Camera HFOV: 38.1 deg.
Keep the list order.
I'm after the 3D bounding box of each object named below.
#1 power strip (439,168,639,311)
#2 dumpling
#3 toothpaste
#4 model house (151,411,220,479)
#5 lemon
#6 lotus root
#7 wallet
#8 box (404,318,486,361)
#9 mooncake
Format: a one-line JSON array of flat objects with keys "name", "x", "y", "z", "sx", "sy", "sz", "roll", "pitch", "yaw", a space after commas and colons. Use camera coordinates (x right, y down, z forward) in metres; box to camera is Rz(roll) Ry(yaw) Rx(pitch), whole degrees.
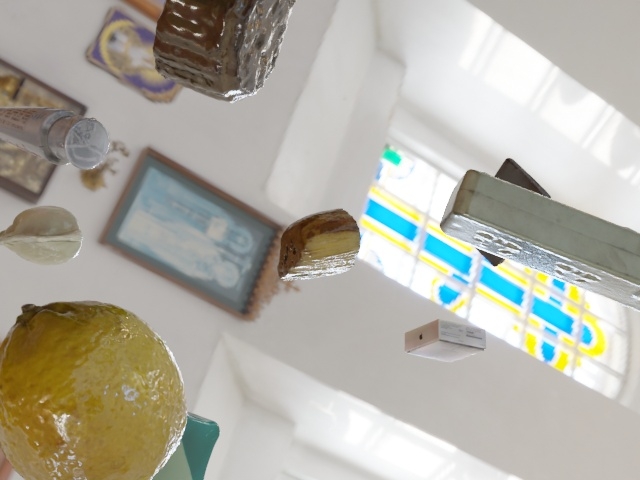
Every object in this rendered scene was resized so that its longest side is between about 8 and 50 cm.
[{"name": "power strip", "x": 0.259, "y": 0.013, "z": 0.883, "sx": 0.093, "sy": 0.288, "sz": 0.053, "roll": 103, "pitch": 10, "yaw": -76}, {"name": "dumpling", "x": -0.609, "y": -0.006, "z": 1.992, "sx": 0.252, "sy": 0.179, "sz": 0.131, "roll": 14, "pitch": -76, "yaw": 56}, {"name": "toothpaste", "x": -0.314, "y": -0.122, "z": 0.994, "sx": 0.234, "sy": 0.089, "sz": 0.057, "roll": 18, "pitch": -83, "yaw": 41}, {"name": "model house", "x": -0.210, "y": 0.266, "z": 1.180, "sx": 0.100, "sy": 0.127, "sz": 0.149, "roll": 11, "pitch": -150, "yaw": 39}, {"name": "lemon", "x": -0.238, "y": 0.161, "z": 0.948, "sx": 0.192, "sy": 0.231, "sz": 0.192, "roll": -23, "pitch": -167, "yaw": 6}, {"name": "lotus root", "x": -0.002, "y": 0.003, "z": 1.501, "sx": 0.159, "sy": 0.135, "sz": 0.095, "roll": -54, "pitch": -129, "yaw": 56}, {"name": "wallet", "x": 0.377, "y": -0.056, "z": 1.918, "sx": 0.025, "sy": 0.124, "sz": 0.244, "roll": -32, "pitch": 160, "yaw": -35}, {"name": "box", "x": 0.275, "y": 0.224, "z": 2.052, "sx": 0.129, "sy": 0.130, "sz": 0.051, "roll": -32, "pitch": -131, "yaw": 54}, {"name": "mooncake", "x": -0.178, "y": -0.435, "z": 1.834, "sx": 0.324, "sy": 0.187, "sz": 0.324, "roll": 23, "pitch": 90, "yaw": -80}]
